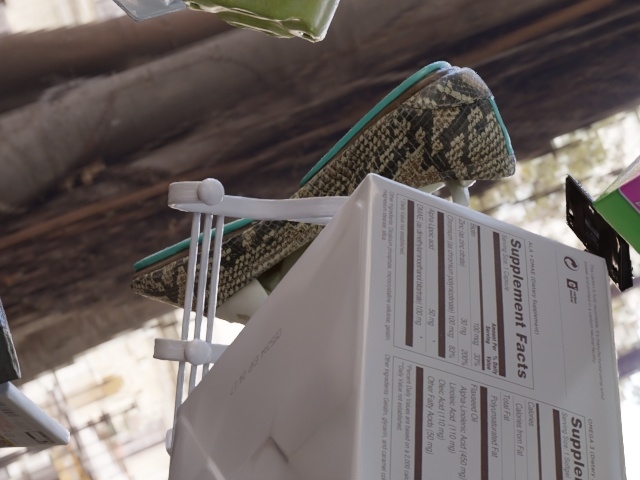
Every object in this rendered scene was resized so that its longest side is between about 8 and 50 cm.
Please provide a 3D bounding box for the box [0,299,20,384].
[{"bbox_3d":[-0.518,0.127,1.793,0.108,0.207,0.153,87,-17,-44],"label":"box"}]

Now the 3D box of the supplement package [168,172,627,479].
[{"bbox_3d":[0.025,0.135,0.715,0.262,0.145,0.204,129,-27,-47],"label":"supplement package"}]

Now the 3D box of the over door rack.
[{"bbox_3d":[0.032,0.091,0.991,0.108,0.324,0.239,-1,-99,54],"label":"over door rack"}]

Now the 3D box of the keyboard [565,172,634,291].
[{"bbox_3d":[0.352,-0.003,1.720,0.180,0.023,0.108,-114,-166,-57],"label":"keyboard"}]

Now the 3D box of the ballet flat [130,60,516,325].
[{"bbox_3d":[0.000,0.000,1.455,0.182,0.483,0.164,62,26,7],"label":"ballet flat"}]

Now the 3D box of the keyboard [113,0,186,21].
[{"bbox_3d":[-0.249,-0.317,1.449,0.256,0.072,0.014,44,-40,21],"label":"keyboard"}]

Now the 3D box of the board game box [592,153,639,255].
[{"bbox_3d":[0.285,-0.108,0.656,0.064,0.242,0.316,45,-15,1],"label":"board game box"}]

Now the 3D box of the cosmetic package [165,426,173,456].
[{"bbox_3d":[-0.099,0.288,1.992,0.117,0.231,0.085,63,1,-15],"label":"cosmetic package"}]

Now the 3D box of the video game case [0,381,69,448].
[{"bbox_3d":[-0.497,0.254,1.949,0.227,0.206,0.026,64,24,-62],"label":"video game case"}]

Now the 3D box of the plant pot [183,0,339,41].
[{"bbox_3d":[-0.051,-0.378,1.601,0.276,0.276,0.254,-159,-97,-70],"label":"plant pot"}]
